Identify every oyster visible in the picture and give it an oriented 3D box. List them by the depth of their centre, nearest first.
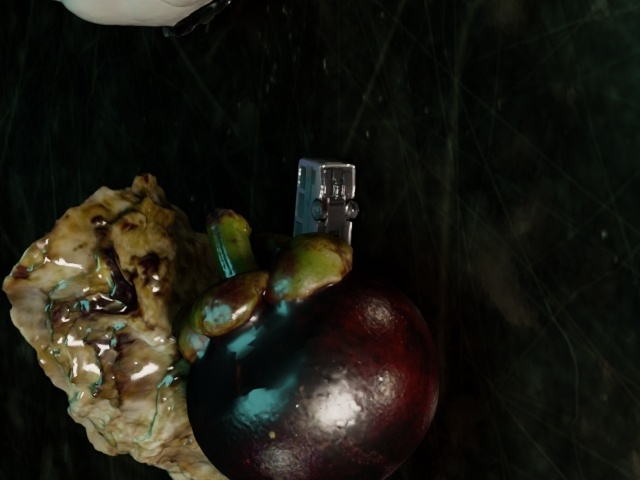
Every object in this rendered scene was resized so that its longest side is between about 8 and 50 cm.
[{"bbox_3d":[-0.093,0.093,1.456,0.111,0.204,0.396,5,140,39],"label":"oyster"}]

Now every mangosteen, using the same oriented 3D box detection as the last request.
[{"bbox_3d":[-0.019,0.080,1.324,0.194,0.194,0.230,-13,110,57],"label":"mangosteen"}]

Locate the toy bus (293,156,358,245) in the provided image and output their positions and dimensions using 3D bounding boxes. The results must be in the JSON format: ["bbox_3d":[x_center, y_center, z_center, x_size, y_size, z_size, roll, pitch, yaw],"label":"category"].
[{"bbox_3d":[0.000,0.000,1.435,0.052,0.037,0.130,23,112,57],"label":"toy bus"}]

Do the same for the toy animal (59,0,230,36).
[{"bbox_3d":[-0.103,-0.288,1.467,0.325,0.154,0.208,-44,33,26],"label":"toy animal"}]
